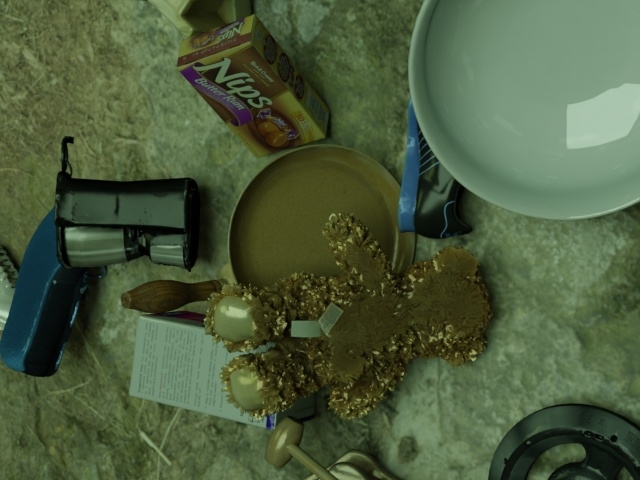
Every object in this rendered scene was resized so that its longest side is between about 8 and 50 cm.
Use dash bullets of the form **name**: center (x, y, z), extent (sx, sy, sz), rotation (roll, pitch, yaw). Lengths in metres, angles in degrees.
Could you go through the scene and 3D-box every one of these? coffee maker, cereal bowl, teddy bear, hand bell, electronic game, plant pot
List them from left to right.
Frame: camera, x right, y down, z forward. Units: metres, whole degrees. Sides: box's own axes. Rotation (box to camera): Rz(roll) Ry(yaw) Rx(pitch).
- **coffee maker**: center (-0.251, -0.045, 1.668), extent (0.178, 0.120, 0.171), rotation (-1, 112, 2)
- **hand bell**: center (-0.137, 0.062, 1.559), extent (0.126, 0.242, 0.126), rotation (6, 99, 46)
- **plant pot**: center (0.000, 0.000, 1.554), extent (0.236, 0.032, 0.236), rotation (-2, 97, -15)
- **teddy bear**: center (0.030, 0.097, 1.512), extent (0.338, 0.113, 0.245), rotation (-31, 97, -3)
- **cereal bowl**: center (0.266, -0.201, 1.391), extent (0.339, 0.141, 0.339), rotation (3, 114, 8)
- **electronic game**: center (0.302, 0.300, 1.466), extent (0.229, 0.048, 0.229), rotation (5, 102, 28)

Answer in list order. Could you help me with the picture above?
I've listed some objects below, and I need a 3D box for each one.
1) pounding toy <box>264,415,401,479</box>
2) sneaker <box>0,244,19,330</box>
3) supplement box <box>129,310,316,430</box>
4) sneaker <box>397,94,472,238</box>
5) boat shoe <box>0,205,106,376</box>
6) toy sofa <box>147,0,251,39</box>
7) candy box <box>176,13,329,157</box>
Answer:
- **pounding toy**: center (0.022, 0.348, 1.526), extent (0.269, 0.155, 0.154), rotation (36, 102, 9)
- **sneaker**: center (-0.477, 0.056, 1.838), extent (0.235, 0.090, 0.095), rotation (30, 94, 22)
- **supplement box**: center (-0.123, 0.164, 1.643), extent (0.220, 0.111, 0.114), rotation (8, 94, 26)
- **sneaker**: center (0.150, -0.118, 1.524), extent (0.090, 0.081, 0.232), rotation (6, 93, 12)
- **boat shoe**: center (-0.370, 0.064, 1.773), extent (0.109, 0.089, 0.258), rotation (11, 73, 40)
- **toy sofa**: center (-0.092, -0.433, 1.578), extent (0.177, 0.150, 0.362), rotation (44, 114, 19)
- **candy box**: center (-0.081, -0.188, 1.577), extent (0.109, 0.186, 0.053), rotation (-14, 50, 26)
